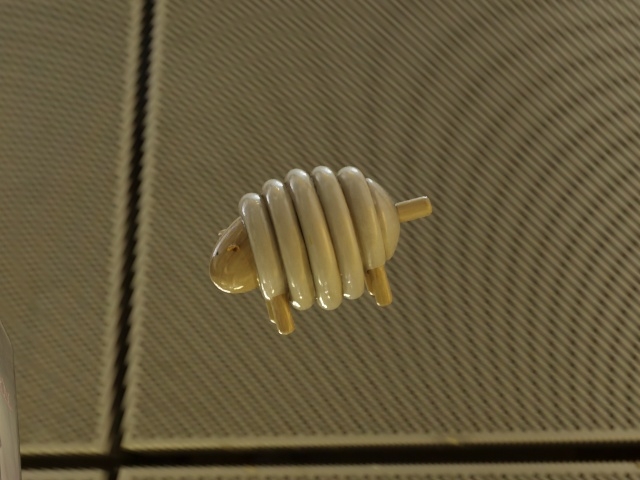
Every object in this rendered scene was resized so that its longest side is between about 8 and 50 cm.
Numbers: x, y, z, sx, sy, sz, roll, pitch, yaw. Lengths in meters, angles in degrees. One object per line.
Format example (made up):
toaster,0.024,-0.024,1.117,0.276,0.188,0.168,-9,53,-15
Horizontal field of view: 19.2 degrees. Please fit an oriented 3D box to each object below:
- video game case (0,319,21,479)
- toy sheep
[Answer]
video game case,-0.231,0.087,1.192,0.026,0.196,0.274,-16,-142,2
toy sheep,0.000,0.000,1.073,0.132,0.091,0.091,-17,-113,-8
